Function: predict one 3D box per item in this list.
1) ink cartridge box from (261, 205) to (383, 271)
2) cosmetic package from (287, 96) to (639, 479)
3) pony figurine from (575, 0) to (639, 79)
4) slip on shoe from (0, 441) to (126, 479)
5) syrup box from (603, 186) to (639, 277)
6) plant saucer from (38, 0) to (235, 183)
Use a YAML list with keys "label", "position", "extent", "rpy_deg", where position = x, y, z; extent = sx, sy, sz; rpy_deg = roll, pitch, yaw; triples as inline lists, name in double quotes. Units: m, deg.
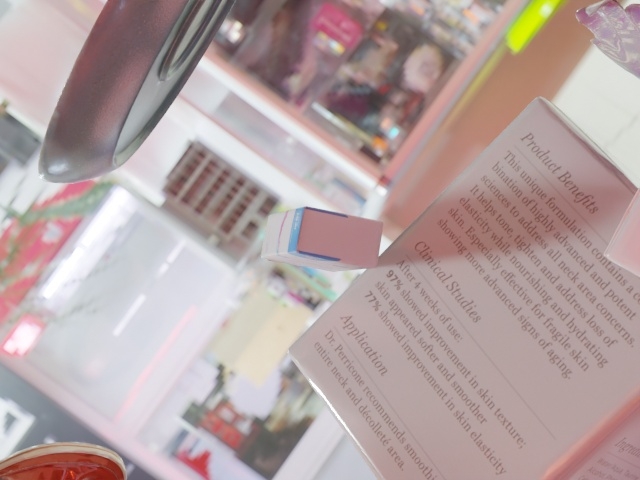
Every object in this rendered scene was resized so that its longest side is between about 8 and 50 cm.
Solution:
- label: "ink cartridge box"
  position: [0.000, 0.000, 1.443]
  extent: [0.089, 0.052, 0.122]
  rpy_deg: [11, 172, -19]
- label: "cosmetic package"
  position: [0.255, 0.132, 1.490]
  extent: [0.327, 0.393, 0.329]
  rpy_deg: [29, -160, -52]
- label: "pony figurine"
  position: [0.454, -0.134, 1.316]
  extent: [0.303, 0.363, 0.351]
  rpy_deg: [-26, 136, 36]
- label: "slip on shoe"
  position: [-0.363, 0.312, 1.536]
  extent: [0.331, 0.123, 0.101]
  rpy_deg: [-12, -143, -32]
- label: "syrup box"
  position: [0.318, 0.029, 0.900]
  extent: [0.237, 0.096, 0.093]
  rpy_deg: [32, -167, 24]
- label: "plant saucer"
  position: [-0.104, -0.169, 1.014]
  extent: [0.044, 0.317, 0.317]
  rpy_deg: [32, 173, -2]
